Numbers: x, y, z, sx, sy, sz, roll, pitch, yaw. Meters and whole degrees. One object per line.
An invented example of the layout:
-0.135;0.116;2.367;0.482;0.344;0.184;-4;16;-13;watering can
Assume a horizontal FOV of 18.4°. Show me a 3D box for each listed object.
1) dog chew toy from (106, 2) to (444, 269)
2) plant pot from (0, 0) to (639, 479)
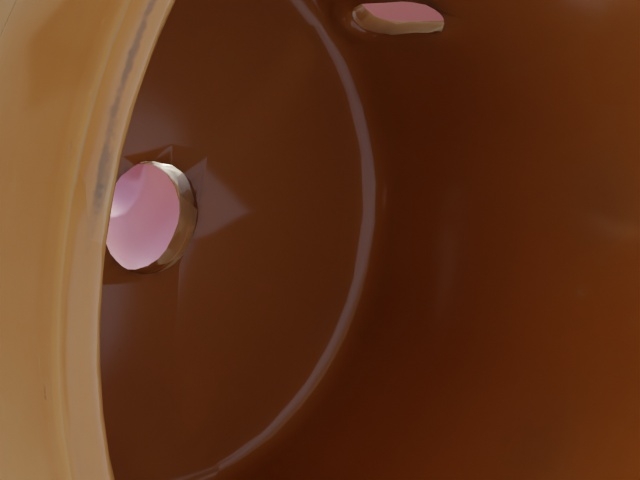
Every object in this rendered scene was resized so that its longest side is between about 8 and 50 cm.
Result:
0.051;-0.033;0.801;0.331;0.207;0.206;0;156;-34;dog chew toy
0.000;0.000;0.553;0.291;0.291;0.203;-32;-155;-32;plant pot
